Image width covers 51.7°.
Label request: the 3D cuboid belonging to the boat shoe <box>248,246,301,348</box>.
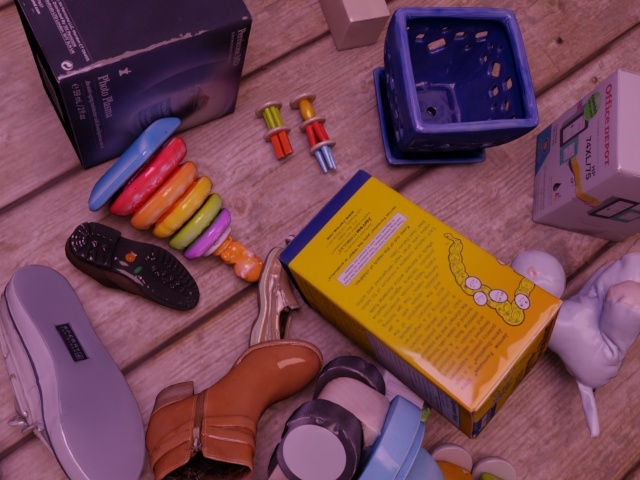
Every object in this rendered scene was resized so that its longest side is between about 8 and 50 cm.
[{"bbox_3d":[-0.063,0.105,1.093,0.072,0.068,0.190,2,79,28],"label":"boat shoe"}]

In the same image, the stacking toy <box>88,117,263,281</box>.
[{"bbox_3d":[-0.207,-0.036,1.081,0.302,0.165,0.175,43,24,-16],"label":"stacking toy"}]

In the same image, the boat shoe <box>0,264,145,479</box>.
[{"bbox_3d":[-0.386,0.224,0.951,0.135,0.156,0.367,-5,55,-56],"label":"boat shoe"}]

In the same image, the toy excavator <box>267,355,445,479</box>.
[{"bbox_3d":[0.094,0.454,0.919,0.445,0.222,0.433,31,106,8],"label":"toy excavator"}]

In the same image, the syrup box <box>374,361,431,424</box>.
[{"bbox_3d":[0.143,0.220,1.100,0.093,0.096,0.237,26,71,-4],"label":"syrup box"}]

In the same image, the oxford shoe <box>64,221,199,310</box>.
[{"bbox_3d":[-0.300,0.049,1.062,0.227,0.096,0.083,33,54,-21],"label":"oxford shoe"}]

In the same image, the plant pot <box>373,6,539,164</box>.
[{"bbox_3d":[0.226,-0.263,1.202,0.235,0.212,0.236,-4,74,-14],"label":"plant pot"}]

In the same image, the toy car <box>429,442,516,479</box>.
[{"bbox_3d":[0.242,0.424,1.051,0.181,0.159,0.136,18,105,-8],"label":"toy car"}]

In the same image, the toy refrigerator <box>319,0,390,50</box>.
[{"bbox_3d":[0.044,-0.522,1.296,0.094,0.102,0.270,-16,77,-17],"label":"toy refrigerator"}]

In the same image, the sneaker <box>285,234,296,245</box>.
[{"bbox_3d":[0.000,0.000,1.161,0.118,0.042,0.067,24,74,-13],"label":"sneaker"}]

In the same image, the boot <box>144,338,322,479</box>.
[{"bbox_3d":[-0.113,0.249,0.948,0.283,0.220,0.109,-13,108,-9],"label":"boot"}]

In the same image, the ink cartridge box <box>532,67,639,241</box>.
[{"bbox_3d":[0.548,-0.144,1.210,0.197,0.270,0.198,12,71,-9],"label":"ink cartridge box"}]

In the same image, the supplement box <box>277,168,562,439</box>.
[{"bbox_3d":[0.143,0.092,0.987,0.356,0.194,0.195,37,77,26],"label":"supplement box"}]

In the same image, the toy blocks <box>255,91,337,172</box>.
[{"bbox_3d":[-0.039,-0.185,1.202,0.123,0.054,0.148,-18,79,-18],"label":"toy blocks"}]

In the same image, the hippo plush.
[{"bbox_3d":[0.419,0.127,1.166,0.236,0.234,0.294,20,112,11],"label":"hippo plush"}]

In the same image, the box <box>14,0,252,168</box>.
[{"bbox_3d":[-0.285,-0.291,1.046,0.294,0.296,0.183,-26,80,-18],"label":"box"}]
